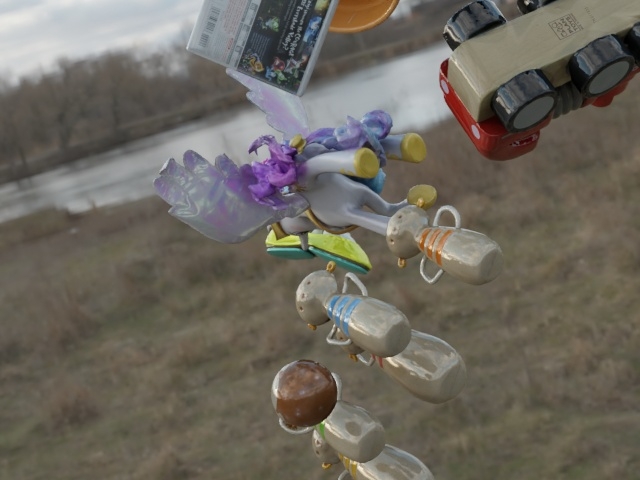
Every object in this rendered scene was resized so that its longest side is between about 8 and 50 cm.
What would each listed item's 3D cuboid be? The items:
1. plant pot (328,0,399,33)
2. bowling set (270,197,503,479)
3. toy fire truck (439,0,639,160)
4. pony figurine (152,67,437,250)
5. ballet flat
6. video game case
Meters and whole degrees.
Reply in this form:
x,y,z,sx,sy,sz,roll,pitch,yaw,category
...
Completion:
x,y,z,sx,sy,sz,roll,pitch,yaw,category
0.040,-0.533,2.087,0.291,0.291,0.203,-9,41,42,plant pot
0.018,0.094,1.046,0.200,0.287,0.154,10,10,-41,bowling set
0.219,-0.160,1.201,0.217,0.158,0.246,-26,-25,-11,toy fire truck
-0.022,-0.094,1.746,0.363,0.351,0.302,-1,53,45,pony figurine
0.000,0.000,1.989,0.231,0.077,0.077,10,-17,45,ballet flat
-0.070,-0.312,1.623,0.173,0.190,0.022,23,15,7,video game case
